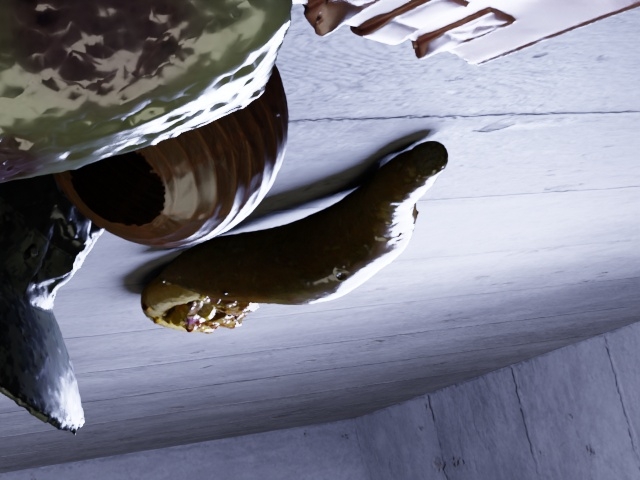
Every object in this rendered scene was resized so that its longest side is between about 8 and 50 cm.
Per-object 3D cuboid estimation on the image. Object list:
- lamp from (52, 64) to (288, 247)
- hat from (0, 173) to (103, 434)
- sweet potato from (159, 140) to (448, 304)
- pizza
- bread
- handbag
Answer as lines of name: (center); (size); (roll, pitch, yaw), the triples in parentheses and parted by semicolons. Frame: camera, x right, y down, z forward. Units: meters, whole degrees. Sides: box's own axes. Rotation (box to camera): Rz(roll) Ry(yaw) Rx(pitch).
lamp: (-0.082, -0.064, 0.999); (0.136, 0.136, 0.136); (-12, 170, -2)
hat: (-0.195, -0.020, 1.061); (0.128, 0.265, 0.265); (-49, 165, 2)
sweet potato: (0.007, 0.000, 1.611); (0.108, 0.079, 0.346); (14, 151, -41)
pizza: (-0.115, 0.059, 1.825); (0.127, 0.058, 0.246); (-9, 171, -21)
bread: (-0.189, -0.085, 0.700); (0.338, 0.155, 0.187); (-12, 174, -8)
handbag: (0.081, -0.148, 0.960); (0.157, 0.059, 0.212); (-20, 166, 31)
